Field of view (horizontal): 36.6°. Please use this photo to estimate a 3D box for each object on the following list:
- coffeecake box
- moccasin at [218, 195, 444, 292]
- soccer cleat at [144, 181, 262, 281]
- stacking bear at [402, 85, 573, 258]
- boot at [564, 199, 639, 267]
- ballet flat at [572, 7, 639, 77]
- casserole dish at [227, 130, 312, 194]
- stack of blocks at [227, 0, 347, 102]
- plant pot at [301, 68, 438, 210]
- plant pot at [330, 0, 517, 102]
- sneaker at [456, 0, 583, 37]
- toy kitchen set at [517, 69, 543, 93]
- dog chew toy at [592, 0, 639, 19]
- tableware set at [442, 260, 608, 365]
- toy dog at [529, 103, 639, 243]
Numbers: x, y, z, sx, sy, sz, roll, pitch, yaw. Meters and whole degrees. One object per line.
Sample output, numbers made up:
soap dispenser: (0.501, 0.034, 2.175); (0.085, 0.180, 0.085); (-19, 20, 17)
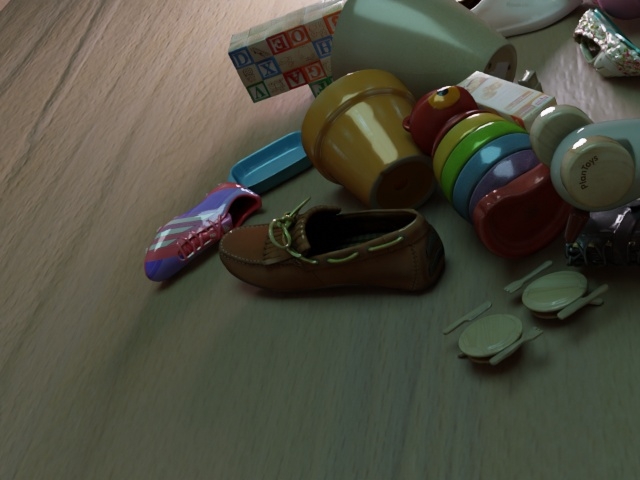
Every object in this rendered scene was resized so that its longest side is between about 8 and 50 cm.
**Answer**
coffeecake box: (0.299, -0.172, 1.515); (0.068, 0.142, 0.185); (-36, 35, -14)
moccasin: (-0.002, 0.002, 1.477); (0.380, 0.147, 0.139); (4, 44, 38)
soccer cleat: (-0.208, -0.015, 1.706); (0.095, 0.083, 0.248); (16, 49, 40)
stacking bear: (0.232, -0.122, 1.411); (0.175, 0.164, 0.289); (-31, 51, -6)
boot: (0.423, 0.020, 1.233); (0.229, 0.091, 0.263); (-2, 30, 33)
ballet flat: (0.499, -0.324, 1.663); (0.077, 0.091, 0.241); (-49, 23, 22)
casserole dish: (-0.085, -0.143, 1.830); (0.188, 0.037, 0.114); (-30, 34, -4)
stack of blocks: (-0.019, -0.384, 1.990); (0.297, 0.171, 0.087); (-17, 35, 15)
plant pot: (0.097, -0.145, 1.586); (0.205, 0.205, 0.188); (-29, 49, -4)
plant pot: (0.204, -0.330, 1.738); (0.274, 0.256, 0.256); (26, 58, 31)
sneaker: (0.375, -0.472, 1.892); (0.290, 0.123, 0.106); (-18, 33, 9)
toy kitchen set: (0.328, -0.232, 1.631); (0.075, 0.083, 0.068); (7, 45, 39)
dog chew toy: (0.626, -0.473, 1.665); (0.331, 0.207, 0.207); (-8, 37, 38)
tableware set: (0.267, 0.104, 1.257); (0.194, 0.039, 0.128); (-32, 25, -13)
toy dog: (0.420, -0.071, 1.191); (0.333, 0.161, 0.220); (8, 28, 17)
